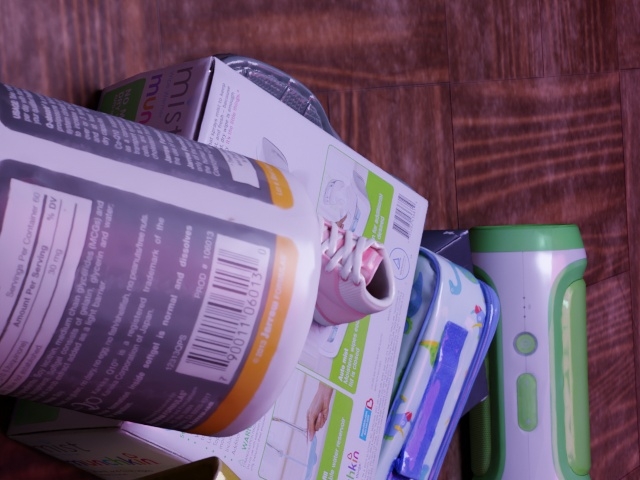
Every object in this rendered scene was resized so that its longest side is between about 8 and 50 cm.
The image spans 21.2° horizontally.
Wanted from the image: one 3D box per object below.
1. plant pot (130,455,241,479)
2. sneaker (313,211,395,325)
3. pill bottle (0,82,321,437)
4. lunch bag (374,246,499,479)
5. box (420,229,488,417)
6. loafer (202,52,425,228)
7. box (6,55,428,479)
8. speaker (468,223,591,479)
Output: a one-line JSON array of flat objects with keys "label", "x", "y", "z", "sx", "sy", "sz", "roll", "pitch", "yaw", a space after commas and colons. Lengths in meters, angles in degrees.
[{"label": "plant pot", "x": -0.091, "y": 0.282, "z": 1.008, "sx": 0.187, "sy": 0.212, "sz": 0.212, "roll": 41, "pitch": 51, "yaw": -25}, {"label": "sneaker", "x": 0.000, "y": 0.000, "z": 1.096, "sx": 0.134, "sy": 0.070, "sz": 0.051, "roll": 52, "pitch": 50, "yaw": -27}, {"label": "pill bottle", "x": -0.153, "y": 0.004, "z": 0.919, "sx": 0.278, "sy": 0.162, "sz": 0.162, "roll": 16, "pitch": 72, "yaw": -25}, {"label": "lunch bag", "x": 0.032, "y": 0.108, "z": 1.287, "sx": 0.090, "sy": 0.176, "sz": 0.219, "roll": 27, "pitch": 80, "yaw": -39}, {"label": "box", "x": 0.067, "y": 0.085, "z": 1.472, "sx": 0.156, "sy": 0.093, "sz": 0.158, "roll": -29, "pitch": 115, "yaw": -57}, {"label": "loafer", "x": -0.025, "y": -0.063, "z": 1.348, "sx": 0.267, "sy": 0.084, "sz": 0.096, "roll": 38, "pitch": 85, "yaw": -41}, {"label": "box", "x": -0.060, "y": 0.048, "z": 1.164, "sx": 0.231, "sy": 0.126, "sz": 0.262, "roll": 30, "pitch": 62, "yaw": -39}, {"label": "speaker", "x": 0.205, "y": 0.133, "z": 1.684, "sx": 0.131, "sy": 0.131, "sz": 0.297, "roll": -4, "pitch": 92, "yaw": -61}]
